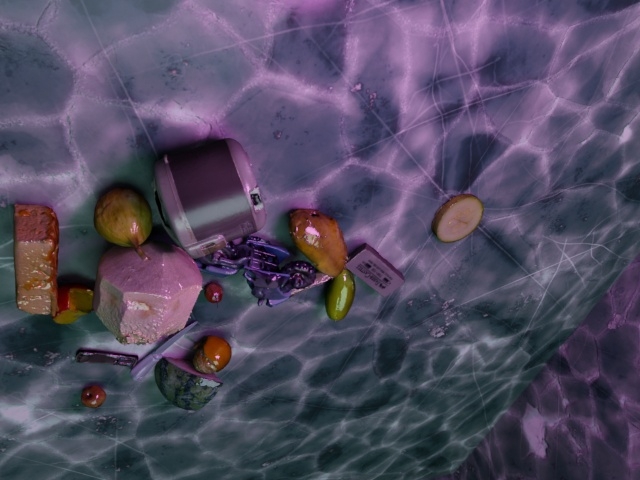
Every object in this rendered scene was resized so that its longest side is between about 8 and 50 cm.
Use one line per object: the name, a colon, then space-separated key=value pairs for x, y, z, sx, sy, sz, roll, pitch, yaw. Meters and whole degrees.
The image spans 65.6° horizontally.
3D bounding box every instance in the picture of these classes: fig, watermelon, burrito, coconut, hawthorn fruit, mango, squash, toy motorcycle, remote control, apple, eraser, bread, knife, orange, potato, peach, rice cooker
fig: x=-0.514 y=-0.028 z=1.348 sx=0.159 sy=0.257 sz=0.159 roll=-26 pitch=143 yaw=-22
watermelon: x=-0.528 y=0.555 z=1.920 sx=0.260 sy=0.256 sz=0.176 roll=-54 pitch=174 yaw=14
burrito: x=-0.057 y=0.158 z=1.849 sx=0.229 sy=0.063 sz=0.058 roll=-19 pitch=162 yaw=-11
coconut: x=-0.510 y=0.136 z=1.469 sx=0.297 sy=0.298 sz=0.310 roll=6 pitch=129 yaw=-29
hawthorn fruit: x=-0.362 y=0.194 z=1.711 sx=0.066 sy=0.103 sz=0.067 roll=-20 pitch=135 yaw=-21
mango: x=0.077 y=0.197 z=1.908 sx=0.111 sy=0.125 sz=0.233 roll=0 pitch=105 yaw=-21
squash: x=0.539 y=-0.084 z=1.926 sx=0.219 sy=0.041 sz=0.219 roll=-13 pitch=133 yaw=-14
toy motorcycle: x=-0.226 y=0.113 z=1.664 sx=0.415 sy=0.172 sz=0.232 roll=17 pitch=134 yaw=-24
remote control: x=-0.762 y=0.423 z=1.776 sx=0.212 sy=0.028 sz=0.059 roll=16 pitch=124 yaw=-35
apple: x=-0.842 y=0.581 z=1.842 sx=0.083 sy=0.084 sz=0.071 roll=-18 pitch=151 yaw=-10
eraser: x=0.215 y=0.119 z=1.929 sx=0.111 sy=0.077 sz=0.352 roll=-41 pitch=134 yaw=12
bread: x=-0.768 y=0.052 z=1.347 sx=0.114 sy=0.185 sz=0.275 roll=-3 pitch=130 yaw=-30
knife: x=-0.582 y=0.402 z=1.822 sx=0.331 sy=0.044 sz=0.080 roll=-42 pitch=163 yaw=10
orange: x=-0.411 y=0.428 z=1.867 sx=0.156 sy=0.156 sz=0.134 roll=-30 pitch=94 yaw=2
potato: x=0.000 y=0.000 z=1.668 sx=0.140 sy=0.173 sz=0.300 roll=-5 pitch=142 yaw=35
peach: x=-0.761 y=0.189 z=1.505 sx=0.151 sy=0.151 sz=0.118 roll=-35 pitch=112 yaw=7
rice cooker: x=-0.305 y=-0.114 z=1.349 sx=0.276 sy=0.288 sz=0.288 roll=-21 pitch=134 yaw=-9
